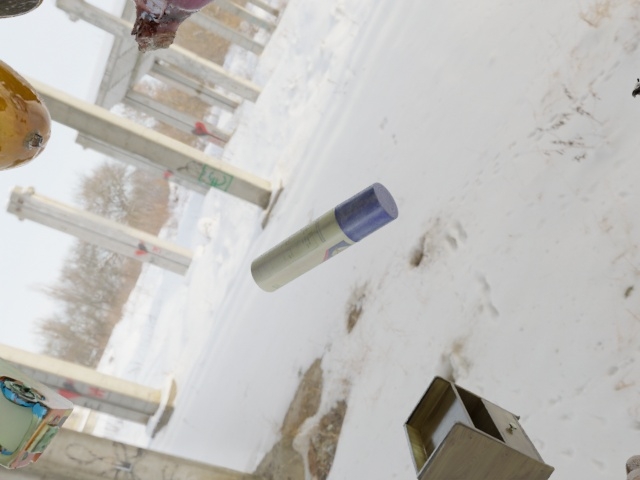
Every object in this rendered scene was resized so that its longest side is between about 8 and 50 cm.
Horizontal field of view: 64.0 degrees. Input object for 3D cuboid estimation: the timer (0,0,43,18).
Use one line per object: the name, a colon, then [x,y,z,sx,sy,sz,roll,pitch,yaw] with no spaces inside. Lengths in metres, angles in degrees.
timer: [-0.434,-0.420,0.601,0.233,0.240,0.233,-23,6,3]

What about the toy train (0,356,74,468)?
toy train: [-0.355,0.160,0.539,0.072,0.188,0.099,-58,-6,-15]

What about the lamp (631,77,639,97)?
lamp: [0.508,-0.240,0.701,0.140,0.182,0.182,2,67,41]

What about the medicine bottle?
medicine bottle: [0.000,0.000,0.719,0.230,0.059,0.059,-31,34,29]

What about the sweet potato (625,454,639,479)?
sweet potato: [0.407,0.304,0.625,0.065,0.218,0.051,28,95,32]

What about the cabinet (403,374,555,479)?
cabinet: [0.305,0.403,1.014,0.148,0.215,0.175,-61,7,13]

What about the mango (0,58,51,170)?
mango: [-0.461,-0.171,0.528,0.187,0.359,0.144,176,115,-78]

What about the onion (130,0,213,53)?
onion: [-0.222,-0.450,0.726,0.159,0.267,0.349,-86,7,-78]
